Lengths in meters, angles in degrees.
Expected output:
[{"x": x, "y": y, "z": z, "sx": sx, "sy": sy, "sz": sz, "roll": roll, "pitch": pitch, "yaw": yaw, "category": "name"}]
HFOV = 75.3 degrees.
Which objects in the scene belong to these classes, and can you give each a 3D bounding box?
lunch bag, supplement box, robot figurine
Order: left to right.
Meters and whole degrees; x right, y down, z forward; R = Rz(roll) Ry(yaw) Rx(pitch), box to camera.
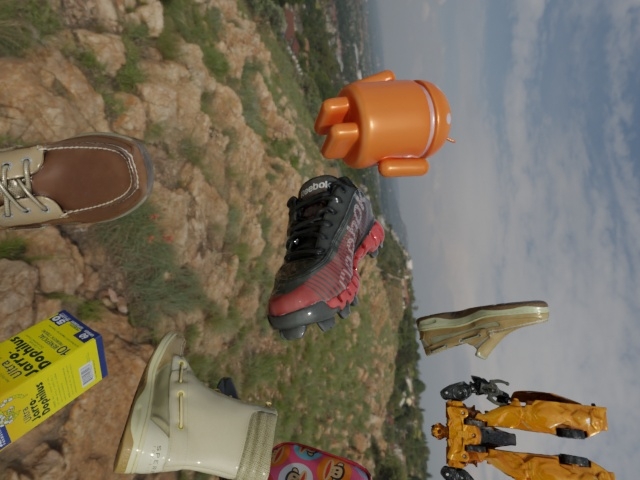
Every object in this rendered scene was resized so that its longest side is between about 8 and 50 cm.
[{"x": -0.866, "y": 0.406, "z": 1.244, "sx": 0.356, "sy": 0.194, "sz": 0.195, "roll": -38, "pitch": 146, "yaw": -51, "category": "supplement box"}, {"x": -0.019, "y": 0.515, "z": 0.710, "sx": 0.293, "sy": 0.258, "sz": 0.120, "roll": -52, "pitch": 141, "yaw": -52, "category": "lunch bag"}, {"x": 0.104, "y": -0.181, "z": 0.637, "sx": 0.158, "sy": 0.220, "sz": 0.128, "roll": -124, "pitch": -150, "yaw": -52, "category": "robot figurine"}, {"x": 0.349, "y": 0.360, "z": 0.743, "sx": 0.085, "sy": 0.291, "sz": 0.211, "roll": 56, "pitch": 37, "yaw": -61, "category": "robot figurine"}]

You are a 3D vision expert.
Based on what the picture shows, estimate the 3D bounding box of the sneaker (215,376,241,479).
[{"x": -0.189, "y": 0.462, "z": 0.994, "sx": 0.109, "sy": 0.130, "sz": 0.286, "roll": 112, "pitch": -34, "yaw": -41, "category": "sneaker"}]

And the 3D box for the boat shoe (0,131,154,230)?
[{"x": -0.367, "y": -0.062, "z": 0.524, "sx": 0.116, "sy": 0.325, "sz": 0.123, "roll": -55, "pitch": 135, "yaw": -68, "category": "boat shoe"}]

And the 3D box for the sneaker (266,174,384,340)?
[{"x": 0.000, "y": 0.000, "z": 0.489, "sx": 0.135, "sy": 0.098, "sz": 0.276, "roll": 68, "pitch": 28, "yaw": -17, "category": "sneaker"}]

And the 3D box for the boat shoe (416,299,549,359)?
[{"x": 0.229, "y": 0.132, "z": 0.589, "sx": 0.068, "sy": 0.190, "sz": 0.072, "roll": 9, "pitch": 67, "yaw": -42, "category": "boat shoe"}]

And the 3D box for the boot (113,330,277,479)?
[{"x": -0.172, "y": 0.245, "z": 0.628, "sx": 0.262, "sy": 0.204, "sz": 0.095, "roll": -122, "pitch": -129, "yaw": -70, "category": "boot"}]
